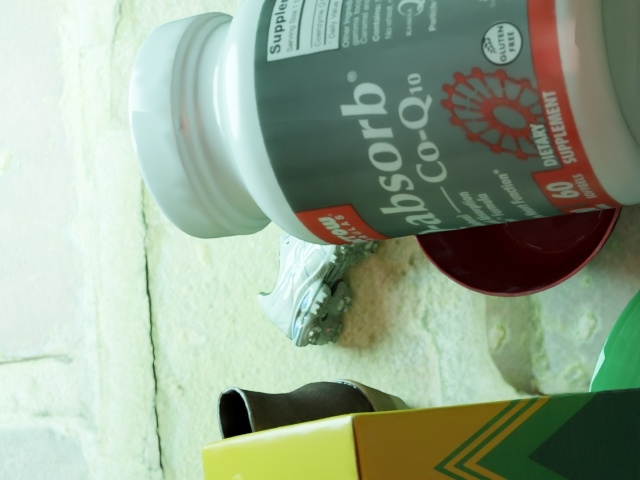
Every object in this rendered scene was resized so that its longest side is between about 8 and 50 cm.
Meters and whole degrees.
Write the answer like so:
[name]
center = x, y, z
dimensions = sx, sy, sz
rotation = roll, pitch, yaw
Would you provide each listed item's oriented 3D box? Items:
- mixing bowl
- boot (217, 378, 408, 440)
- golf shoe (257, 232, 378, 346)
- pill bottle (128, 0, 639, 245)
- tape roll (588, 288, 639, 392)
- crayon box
[mixing bowl]
center = 0.167, -0.041, 1.351
dimensions = 0.181, 0.098, 0.182
rotation = -4, 82, 27
[boot]
center = 0.017, 0.229, 1.336
dimensions = 0.090, 0.207, 0.248
rotation = -29, 69, 35
[golf shoe]
center = 0.000, 0.000, 1.454
dimensions = 0.086, 0.069, 0.176
rotation = 31, 98, 32
[pill bottle]
center = 0.059, -0.107, 1.241
dimensions = 0.362, 0.210, 0.210
rotation = -8, 81, 27
[tape roll]
center = 0.356, 0.144, 1.249
dimensions = 0.321, 0.077, 0.321
rotation = -2, 85, 27
[crayon box]
center = 0.063, 0.163, 1.199
dimensions = 0.203, 0.322, 0.083
rotation = -20, 76, 55
